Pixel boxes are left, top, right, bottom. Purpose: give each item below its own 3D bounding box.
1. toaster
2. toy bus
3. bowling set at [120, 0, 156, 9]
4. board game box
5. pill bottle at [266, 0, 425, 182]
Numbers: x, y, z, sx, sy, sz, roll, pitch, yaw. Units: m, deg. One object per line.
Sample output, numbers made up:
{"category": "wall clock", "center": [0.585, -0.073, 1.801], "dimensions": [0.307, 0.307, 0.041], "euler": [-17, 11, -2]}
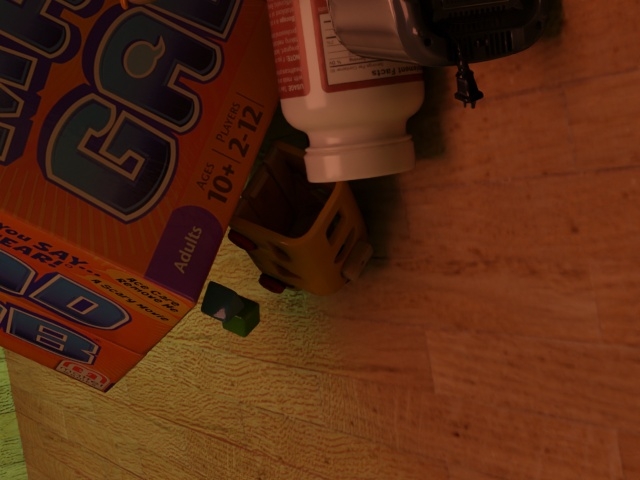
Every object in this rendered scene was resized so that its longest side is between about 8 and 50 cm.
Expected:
{"category": "toaster", "center": [0.075, -0.211, 0.881], "dimensions": [0.146, 0.129, 0.227], "euler": [-160, 60, -65]}
{"category": "toy bus", "center": [-0.006, -0.001, 1.151], "dimensions": [0.104, 0.202, 0.191], "euler": [23, 118, 24]}
{"category": "bowling set", "center": [-0.051, -0.309, 0.943], "dimensions": [0.287, 0.200, 0.154], "euler": [-46, 70, 23]}
{"category": "board game box", "center": [-0.261, -0.116, 1.182], "dimensions": [0.356, 0.356, 0.356], "euler": [-40, 27, 62]}
{"category": "pill bottle", "center": [0.021, -0.160, 1.014], "dimensions": [0.121, 0.121, 0.216], "euler": [7, 106, 63]}
